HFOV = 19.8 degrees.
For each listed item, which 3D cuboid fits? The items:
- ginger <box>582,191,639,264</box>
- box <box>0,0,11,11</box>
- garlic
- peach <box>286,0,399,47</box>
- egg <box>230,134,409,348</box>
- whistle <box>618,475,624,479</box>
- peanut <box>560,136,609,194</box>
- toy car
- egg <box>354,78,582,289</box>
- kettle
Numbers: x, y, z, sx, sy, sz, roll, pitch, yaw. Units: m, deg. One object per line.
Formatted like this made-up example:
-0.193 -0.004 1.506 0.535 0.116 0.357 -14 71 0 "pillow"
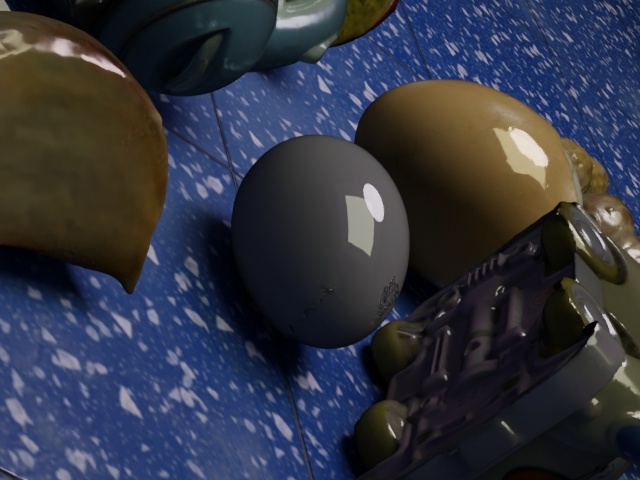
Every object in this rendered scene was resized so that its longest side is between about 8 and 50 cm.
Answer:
0.352 0.088 2.033 0.304 0.155 0.244 53 -15 38 "ginger"
-0.300 -0.215 1.401 0.198 0.029 0.109 58 22 19 "box"
-0.220 -0.057 1.173 0.338 0.151 0.196 -2 69 -63 "garlic"
-0.050 -0.326 1.839 0.275 0.248 0.245 20 1 -34 "peach"
0.000 0.000 1.499 0.146 0.146 0.198 36 32 -34 "egg"
0.309 0.201 1.892 0.090 0.090 0.158 30 29 -44 "whistle"
0.294 -0.076 2.280 0.226 0.108 0.095 13 51 -61 "peanut"
0.185 0.141 1.533 0.226 0.242 0.336 49 19 -15 "toy car"
0.142 -0.056 1.814 0.244 0.201 0.201 37 23 -7 "egg"
-0.117 -0.284 1.574 0.319 0.247 0.342 -7 68 -41 "kettle"
